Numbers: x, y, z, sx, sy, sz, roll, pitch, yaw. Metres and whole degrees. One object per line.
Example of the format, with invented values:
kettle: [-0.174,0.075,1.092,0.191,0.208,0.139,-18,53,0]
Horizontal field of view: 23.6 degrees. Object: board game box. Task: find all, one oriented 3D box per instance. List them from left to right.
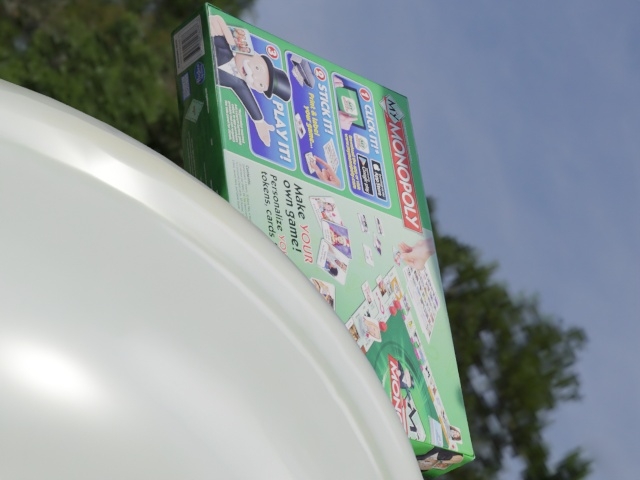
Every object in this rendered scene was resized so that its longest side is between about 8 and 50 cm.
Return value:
board game box: [0.000,0.000,1.102,0.046,0.213,0.317,-33,-128,35]

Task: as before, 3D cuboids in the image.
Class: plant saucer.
plant saucer: [-0.145,0.153,0.388,0.100,0.400,0.400,-129,-158,-66]
